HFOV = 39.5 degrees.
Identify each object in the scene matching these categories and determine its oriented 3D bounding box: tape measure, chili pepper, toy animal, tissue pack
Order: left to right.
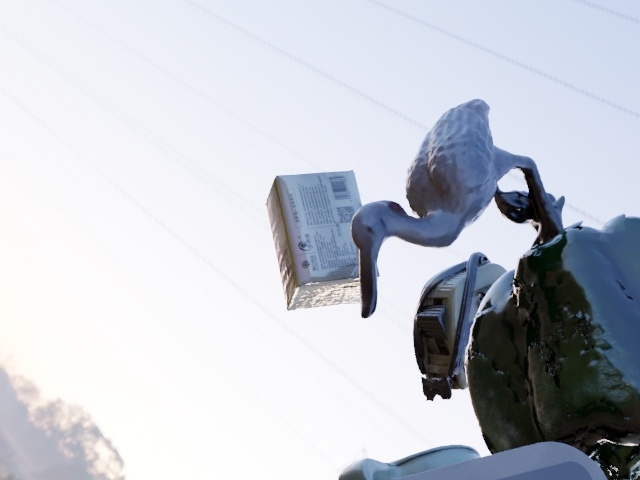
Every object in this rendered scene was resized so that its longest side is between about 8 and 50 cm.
[{"bbox_3d":[-0.001,0.000,1.100,0.099,0.106,0.148,116,-35,-61],"label":"tissue pack"},{"bbox_3d":[0.133,-0.050,0.883,0.090,0.324,0.195,-36,-109,47],"label":"toy animal"},{"bbox_3d":[0.287,0.157,1.765,0.133,0.271,0.231,-1,-71,51],"label":"tape measure"},{"bbox_3d":[0.284,0.115,0.867,0.233,0.249,0.256,123,-34,-51],"label":"chili pepper"}]

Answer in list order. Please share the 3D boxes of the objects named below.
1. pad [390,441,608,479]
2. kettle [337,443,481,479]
[{"bbox_3d":[0.064,0.197,0.430,0.002,0.266,0.176,111,-36,-48],"label":"pad"},{"bbox_3d":[0.148,0.418,1.033,0.205,0.265,0.318,-61,-141,37],"label":"kettle"}]
